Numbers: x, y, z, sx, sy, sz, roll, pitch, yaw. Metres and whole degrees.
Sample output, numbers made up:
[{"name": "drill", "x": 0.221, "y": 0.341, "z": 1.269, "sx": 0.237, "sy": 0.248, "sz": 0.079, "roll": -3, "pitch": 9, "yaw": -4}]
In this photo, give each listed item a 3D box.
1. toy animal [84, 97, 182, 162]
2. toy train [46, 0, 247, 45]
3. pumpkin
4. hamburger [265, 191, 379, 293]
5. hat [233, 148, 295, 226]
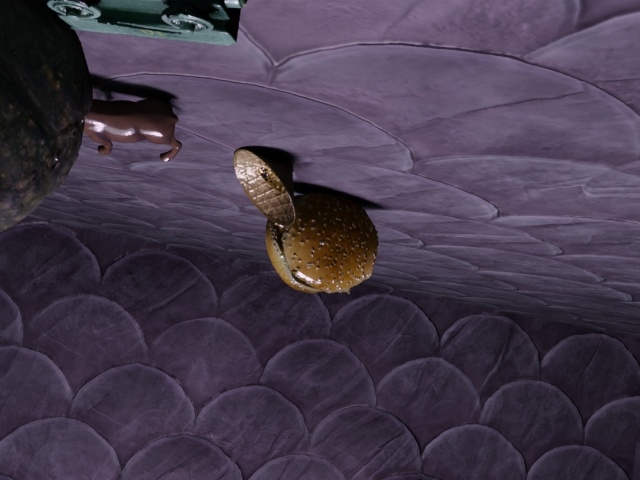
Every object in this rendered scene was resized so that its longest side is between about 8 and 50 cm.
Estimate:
[{"name": "toy animal", "x": -0.289, "y": -0.165, "z": 0.909, "sx": 0.214, "sy": 0.094, "sz": 0.186, "roll": 3, "pitch": 176, "yaw": 0}, {"name": "toy train", "x": -0.137, "y": -0.194, "z": 0.562, "sx": 0.171, "sy": 0.070, "sz": 0.099, "roll": 8, "pitch": 179, "yaw": 7}, {"name": "pumpkin", "x": -0.369, "y": -0.121, "z": 0.645, "sx": 0.327, "sy": 0.291, "sz": 0.257, "roll": 18, "pitch": 153, "yaw": 49}, {"name": "hamburger", "x": 0.000, "y": 0.000, "z": 1.300, "sx": 0.215, "sy": 0.190, "sz": 0.122, "roll": 18, "pitch": 159, "yaw": -33}, {"name": "hat", "x": -0.067, "y": -0.100, "z": 1.140, "sx": 0.146, "sy": 0.067, "sz": 0.146, "roll": 39, "pitch": 153, "yaw": 25}]
